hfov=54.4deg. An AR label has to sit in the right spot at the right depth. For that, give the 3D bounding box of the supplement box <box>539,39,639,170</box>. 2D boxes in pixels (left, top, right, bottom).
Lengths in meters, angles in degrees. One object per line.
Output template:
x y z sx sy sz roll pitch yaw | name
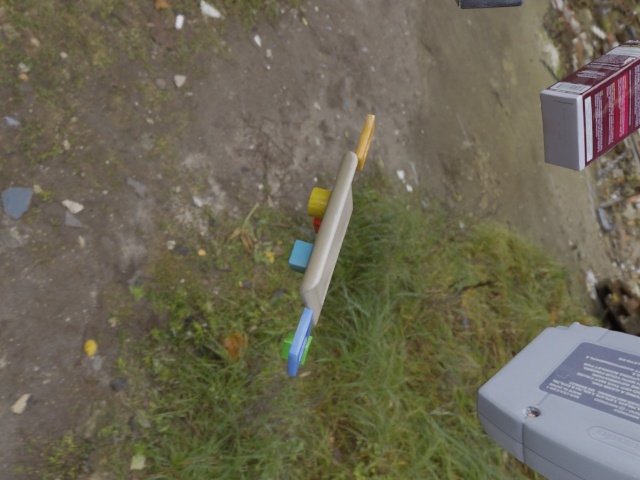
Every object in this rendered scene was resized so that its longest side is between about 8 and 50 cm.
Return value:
0.471 -0.229 1.034 0.239 0.073 0.130 -31 124 -23 | supplement box

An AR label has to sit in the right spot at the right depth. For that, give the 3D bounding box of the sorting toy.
0.000 0.000 0.794 0.196 0.047 0.348 90 17 -70 | sorting toy

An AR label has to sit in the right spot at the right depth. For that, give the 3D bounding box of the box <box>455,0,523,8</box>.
0.148 -0.325 0.570 0.231 0.056 0.183 -77 165 -60 | box

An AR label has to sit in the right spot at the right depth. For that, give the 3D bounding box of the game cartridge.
0.298 0.161 0.539 0.196 0.294 0.060 -22 114 -38 | game cartridge
